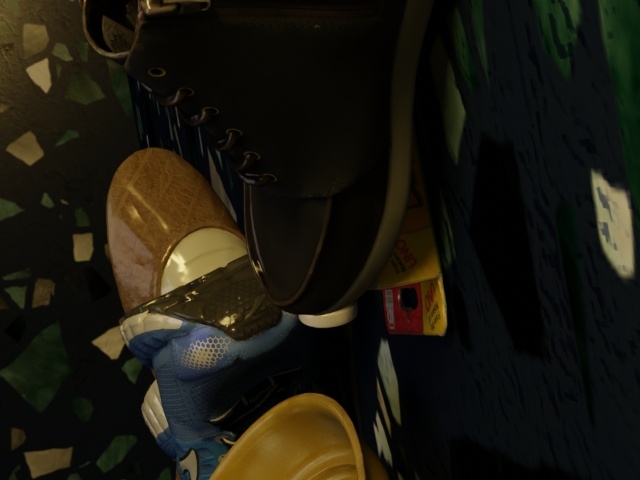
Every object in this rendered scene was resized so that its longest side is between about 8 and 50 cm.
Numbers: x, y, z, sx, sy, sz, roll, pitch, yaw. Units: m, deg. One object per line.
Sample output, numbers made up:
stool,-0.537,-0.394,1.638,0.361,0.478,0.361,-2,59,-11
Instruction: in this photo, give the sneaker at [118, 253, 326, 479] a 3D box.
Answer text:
sneaker,-0.032,0.106,0.956,0.147,0.130,0.330,61,168,19

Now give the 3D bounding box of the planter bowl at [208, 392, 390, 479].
planter bowl,-0.003,0.189,0.760,0.217,0.090,0.217,-48,28,36

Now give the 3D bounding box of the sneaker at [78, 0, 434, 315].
sneaker,-0.032,-0.052,0.574,0.083,0.118,0.222,50,145,39

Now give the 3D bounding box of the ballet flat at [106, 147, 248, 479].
ballet flat,-0.075,0.098,1.216,0.124,0.116,0.342,13,115,58

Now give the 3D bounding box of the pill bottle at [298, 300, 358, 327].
pill bottle,0.000,0.000,0.793,0.043,0.043,0.083,-120,21,-64

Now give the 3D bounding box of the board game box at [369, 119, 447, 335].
board game box,0.007,-0.084,0.697,0.124,0.039,0.259,161,96,-81
